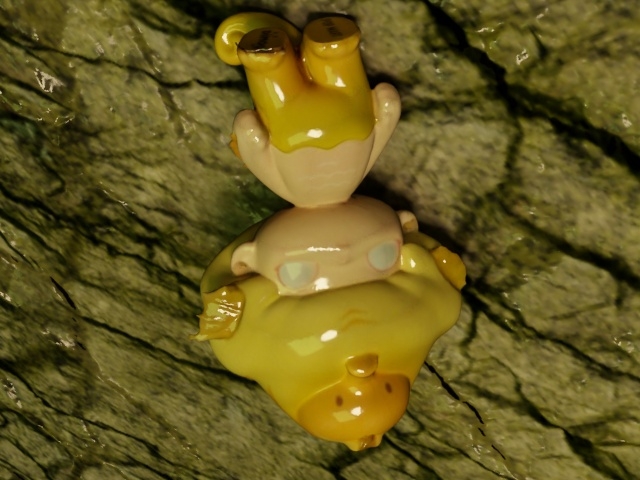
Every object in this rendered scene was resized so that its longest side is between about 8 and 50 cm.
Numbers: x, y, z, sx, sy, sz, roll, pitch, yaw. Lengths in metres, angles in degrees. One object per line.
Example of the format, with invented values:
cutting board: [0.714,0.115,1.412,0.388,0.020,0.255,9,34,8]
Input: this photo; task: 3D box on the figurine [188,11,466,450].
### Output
figurine: [0.000,0.000,0.831,0.156,0.131,0.246,-8,118,-9]
